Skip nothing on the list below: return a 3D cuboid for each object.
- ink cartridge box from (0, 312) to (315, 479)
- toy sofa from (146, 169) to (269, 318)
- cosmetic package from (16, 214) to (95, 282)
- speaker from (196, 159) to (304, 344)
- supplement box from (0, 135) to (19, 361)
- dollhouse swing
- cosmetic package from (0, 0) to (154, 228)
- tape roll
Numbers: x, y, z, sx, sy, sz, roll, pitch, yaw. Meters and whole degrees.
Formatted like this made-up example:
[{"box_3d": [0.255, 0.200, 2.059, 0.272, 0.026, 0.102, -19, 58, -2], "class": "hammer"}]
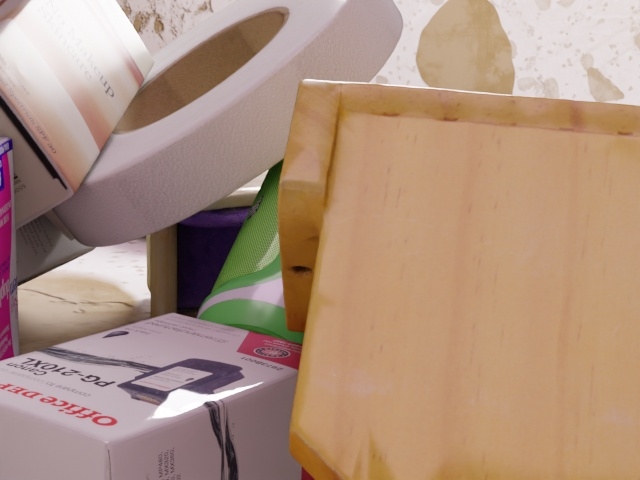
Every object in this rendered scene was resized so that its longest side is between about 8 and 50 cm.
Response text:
[{"box_3d": [-0.120, 0.131, 0.919, 0.172, 0.100, 0.237, 10, 15, 36], "class": "ink cartridge box"}, {"box_3d": [0.000, 0.000, 1.412, 0.362, 0.150, 0.177, -3, 18, -16], "class": "toy sofa"}, {"box_3d": [-0.350, -0.014, 1.335, 0.151, 0.151, 0.184, -25, 2, 21], "class": "cosmetic package"}, {"box_3d": [-0.012, 0.006, 1.171, 0.131, 0.131, 0.296, 5, 43, 17], "class": "speaker"}, {"box_3d": [-0.309, 0.031, 1.088, 0.114, 0.220, 0.111, 2, 14, -1], "class": "supplement box"}, {"box_3d": [0.143, 0.079, 0.873, 0.347, 0.305, 0.315, 5, -27, 3], "class": "dollhouse swing"}, {"box_3d": [-0.274, -0.140, 1.261, 0.129, 0.153, 0.296, -26, 24, 21], "class": "cosmetic package"}, {"box_3d": [-0.102, -0.139, 1.307, 0.392, 0.072, 0.392, -30, 22, 13], "class": "tape roll"}]
